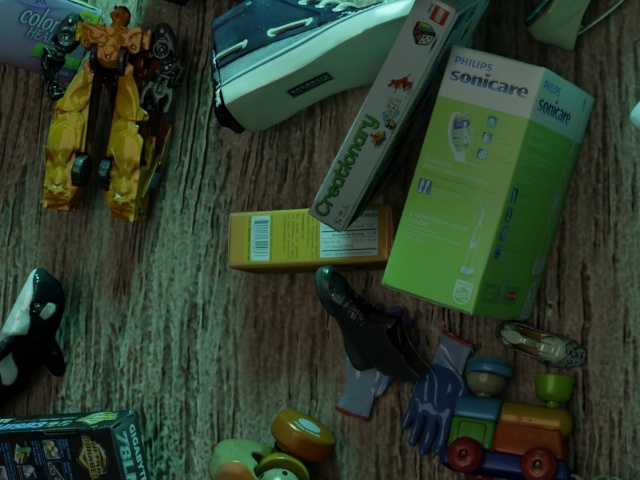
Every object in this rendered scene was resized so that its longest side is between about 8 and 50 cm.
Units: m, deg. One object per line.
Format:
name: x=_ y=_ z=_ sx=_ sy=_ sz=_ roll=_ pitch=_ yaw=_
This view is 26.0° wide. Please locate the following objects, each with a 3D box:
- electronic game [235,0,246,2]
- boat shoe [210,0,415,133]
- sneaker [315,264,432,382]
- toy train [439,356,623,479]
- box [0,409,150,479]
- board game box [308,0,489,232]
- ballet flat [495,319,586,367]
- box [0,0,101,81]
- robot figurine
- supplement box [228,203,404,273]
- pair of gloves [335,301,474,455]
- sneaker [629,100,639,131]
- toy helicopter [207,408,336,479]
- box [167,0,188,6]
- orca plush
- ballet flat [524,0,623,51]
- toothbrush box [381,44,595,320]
electronic game: x=-0.074 y=-0.429 z=1.858 sx=0.229 sy=0.048 sz=0.229 roll=-3 pitch=84 yaw=27
boat shoe: x=0.006 y=-0.274 z=1.768 sx=0.340 sy=0.127 sz=0.158 roll=-21 pitch=60 yaw=14
sneaker: x=0.064 y=0.100 z=1.704 sx=0.089 sy=0.051 sz=0.170 roll=-19 pitch=98 yaw=38
toy train: x=0.272 y=0.219 z=1.609 sx=0.248 sy=0.105 sz=0.143 roll=5 pitch=74 yaw=21
box: x=-0.356 y=0.383 z=1.874 sx=0.293 sy=0.073 sz=0.295 roll=-7 pitch=101 yaw=24
board game box: x=0.099 y=-0.170 z=1.621 sx=0.053 sy=0.193 sz=0.305 roll=32 pitch=118 yaw=8
ballet flat: x=0.258 y=0.125 z=1.649 sx=0.114 sy=0.041 sz=0.041 roll=19 pitch=95 yaw=26
box: x=-0.478 y=-0.341 z=1.961 sx=0.243 sy=0.213 sz=0.117 roll=30 pitch=99 yaw=25
robot figurine: x=-0.292 y=-0.178 z=1.914 sx=0.211 sy=0.085 sz=0.291 roll=10 pitch=90 yaw=14
supplement box: x=0.000 y=0.000 z=1.768 sx=0.233 sy=0.078 sz=0.080 roll=0 pitch=82 yaw=26
pair of gloves: x=0.111 y=0.174 z=1.729 sx=0.198 sy=0.023 sz=0.159 roll=22 pitch=97 yaw=27
sneaker: x=0.421 y=-0.222 z=1.539 sx=0.210 sy=0.137 sz=0.366 roll=-32 pitch=76 yaw=18
toy helicopter: x=0.007 y=0.348 z=1.647 sx=0.355 sy=0.235 sz=0.140 roll=35 pitch=101 yaw=25
box: x=-0.197 y=-0.430 z=1.821 sx=0.207 sy=0.153 sz=0.108 roll=-51 pitch=61 yaw=22
orca plush: x=-0.415 y=0.179 z=1.951 sx=0.102 sy=0.151 sz=0.287 roll=27 pitch=96 yaw=-6
ballet flat: x=0.342 y=-0.329 z=1.632 sx=0.086 sy=0.086 sz=0.248 roll=44 pitch=106 yaw=23
toothbrush box: x=0.199 y=-0.060 z=1.601 sx=0.122 sy=0.206 sz=0.283 roll=19 pitch=95 yaw=26
